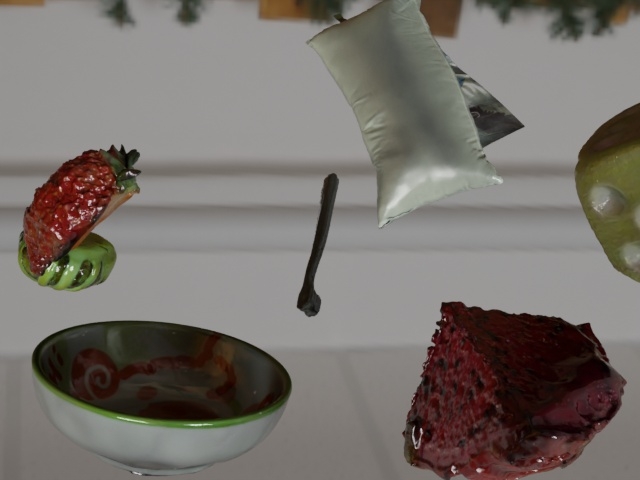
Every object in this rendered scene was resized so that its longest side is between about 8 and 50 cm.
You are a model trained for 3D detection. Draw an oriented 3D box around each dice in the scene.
[{"bbox_3d":[0.533,-0.087,1.975,0.226,0.233,0.238,-22,-165,41],"label":"dice"}]

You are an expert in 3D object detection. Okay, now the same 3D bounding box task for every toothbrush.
[{"bbox_3d":[0.000,0.000,1.972,0.030,0.030,0.297,-24,-146,28],"label":"toothbrush"}]

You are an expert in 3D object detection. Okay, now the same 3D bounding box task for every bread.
[{"bbox_3d":[-0.335,0.025,1.753,0.130,0.071,0.139,18,-167,-8],"label":"bread"}]

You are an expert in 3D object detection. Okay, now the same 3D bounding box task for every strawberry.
[{"bbox_3d":[-0.284,-0.045,1.561,0.085,0.192,0.140,47,-125,-6],"label":"strawberry"}]

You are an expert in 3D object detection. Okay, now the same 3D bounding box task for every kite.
[{"bbox_3d":[0.121,-0.220,1.777,0.169,0.015,0.310,-21,-126,-27],"label":"kite"}]

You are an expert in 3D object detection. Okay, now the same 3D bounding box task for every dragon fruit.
[{"bbox_3d":[0.226,0.203,1.695,0.240,0.302,0.330,44,-174,-11],"label":"dragon fruit"}]

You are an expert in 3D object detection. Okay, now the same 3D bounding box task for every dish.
[{"bbox_3d":[-0.202,0.213,1.673,0.324,0.124,0.324,8,-164,-2],"label":"dish"}]

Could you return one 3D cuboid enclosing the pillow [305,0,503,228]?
[{"bbox_3d":[0.088,-0.145,1.479,0.144,0.254,0.078,-23,164,7],"label":"pillow"}]
